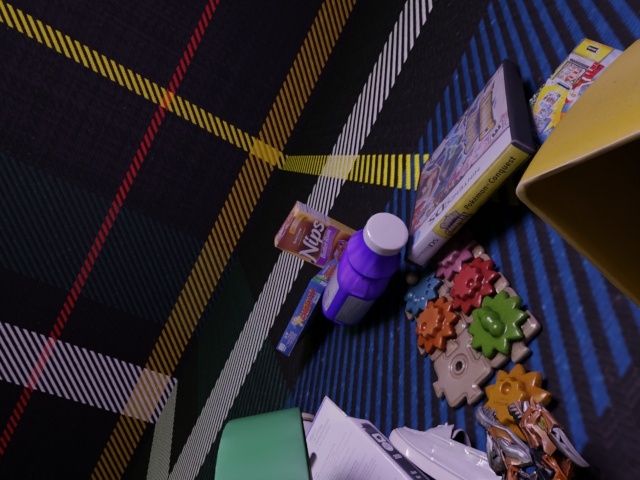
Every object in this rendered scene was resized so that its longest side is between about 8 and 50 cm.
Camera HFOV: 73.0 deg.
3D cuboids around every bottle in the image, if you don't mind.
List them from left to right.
[{"bbox_3d":[0.074,0.056,0.765,0.283,0.092,0.118,111,179,-56],"label":"bottle"}]

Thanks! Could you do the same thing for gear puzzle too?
[{"bbox_3d":[0.186,0.117,0.573,0.175,0.044,0.339,-56,20,24],"label":"gear puzzle"}]

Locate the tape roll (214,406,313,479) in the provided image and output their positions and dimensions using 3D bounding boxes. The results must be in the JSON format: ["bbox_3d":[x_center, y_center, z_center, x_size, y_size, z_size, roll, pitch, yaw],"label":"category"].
[{"bbox_3d":[-0.028,0.325,0.392,0.321,0.077,0.321,171,90,-84],"label":"tape roll"}]

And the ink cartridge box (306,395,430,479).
[{"bbox_3d":[0.037,0.350,0.558,0.208,0.045,0.206,31,96,46],"label":"ink cartridge box"}]

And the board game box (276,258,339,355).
[{"bbox_3d":[-0.021,0.149,0.978,0.201,0.035,0.136,-64,-11,25],"label":"board game box"}]

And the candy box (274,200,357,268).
[{"bbox_3d":[0.000,0.000,1.003,0.109,0.186,0.053,-57,19,21],"label":"candy box"}]

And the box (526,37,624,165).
[{"bbox_3d":[0.329,-0.139,0.523,0.159,0.044,0.233,-54,21,29],"label":"box"}]

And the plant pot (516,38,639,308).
[{"bbox_3d":[0.304,-0.072,0.282,0.187,0.212,0.212,-59,14,-27],"label":"plant pot"}]

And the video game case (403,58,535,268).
[{"bbox_3d":[0.224,-0.124,0.683,0.248,0.035,0.275,-57,8,44],"label":"video game case"}]

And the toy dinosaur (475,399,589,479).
[{"bbox_3d":[0.139,0.290,0.307,0.218,0.164,0.322,-12,39,22],"label":"toy dinosaur"}]

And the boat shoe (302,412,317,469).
[{"bbox_3d":[-0.069,0.438,0.760,0.103,0.113,0.302,-105,34,-61],"label":"boat shoe"}]

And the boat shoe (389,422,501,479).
[{"bbox_3d":[0.148,0.244,0.491,0.063,0.066,0.184,-55,13,-17],"label":"boat shoe"}]
